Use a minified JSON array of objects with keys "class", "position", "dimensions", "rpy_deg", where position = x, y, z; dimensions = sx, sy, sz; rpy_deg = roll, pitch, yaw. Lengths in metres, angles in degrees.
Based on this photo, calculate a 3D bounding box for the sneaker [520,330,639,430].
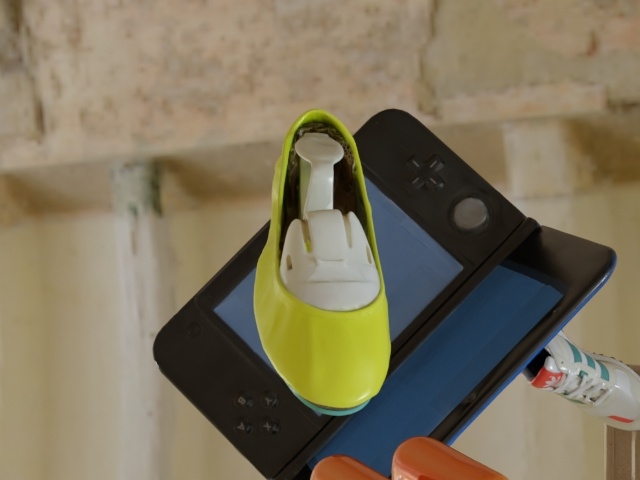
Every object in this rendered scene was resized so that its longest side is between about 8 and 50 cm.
[{"class":"sneaker","position":[0.203,0.114,1.313],"dimensions":[0.161,0.057,0.075],"rpy_deg":[38,-151,4]}]

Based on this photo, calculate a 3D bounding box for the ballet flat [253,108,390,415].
[{"class":"ballet flat","position":[0.000,0.000,0.930],"dimensions":[0.077,0.077,0.231],"rpy_deg":[2,-144,-5]}]

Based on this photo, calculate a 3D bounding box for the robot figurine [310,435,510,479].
[{"class":"robot figurine","position":[0.036,0.198,0.670],"dimensions":[0.128,0.219,0.158],"rpy_deg":[5,-165,19]}]

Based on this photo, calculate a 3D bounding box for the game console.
[{"class":"game console","position":[0.035,0.052,1.183],"dimensions":[0.293,0.250,0.173],"rpy_deg":[-45,164,-5]}]

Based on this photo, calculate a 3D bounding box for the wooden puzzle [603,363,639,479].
[{"class":"wooden puzzle","position":[0.391,0.278,1.330],"dimensions":[0.322,0.348,0.080],"rpy_deg":[1,-172,41]}]
